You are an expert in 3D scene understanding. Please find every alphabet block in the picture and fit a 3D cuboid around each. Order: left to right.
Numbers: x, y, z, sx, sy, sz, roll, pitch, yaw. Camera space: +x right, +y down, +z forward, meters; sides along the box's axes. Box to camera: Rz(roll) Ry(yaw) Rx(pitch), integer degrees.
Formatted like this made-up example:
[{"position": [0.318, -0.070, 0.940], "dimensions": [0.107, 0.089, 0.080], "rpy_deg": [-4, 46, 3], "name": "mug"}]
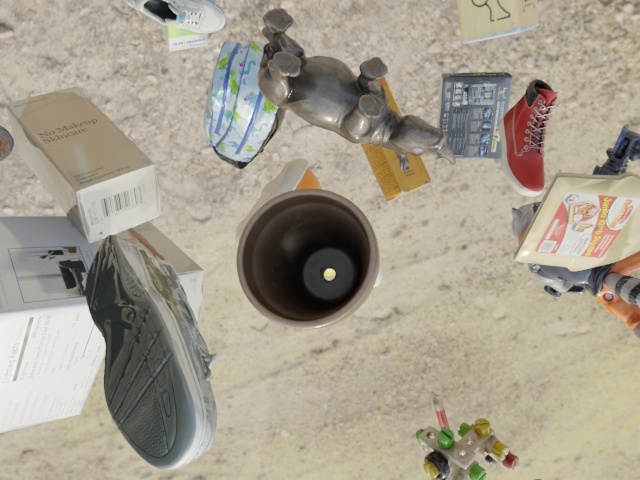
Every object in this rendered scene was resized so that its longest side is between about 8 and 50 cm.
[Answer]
[{"position": [0.545, -0.735, 1.758], "dimensions": [0.192, 0.193, 0.197], "rpy_deg": [2, 114, 38], "name": "alphabet block"}]

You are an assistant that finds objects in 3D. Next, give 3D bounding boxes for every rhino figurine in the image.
[{"position": [0.039, -0.142, 0.601], "dimensions": [0.243, 0.073, 0.106], "rpy_deg": [27, 167, -6], "name": "rhino figurine"}]

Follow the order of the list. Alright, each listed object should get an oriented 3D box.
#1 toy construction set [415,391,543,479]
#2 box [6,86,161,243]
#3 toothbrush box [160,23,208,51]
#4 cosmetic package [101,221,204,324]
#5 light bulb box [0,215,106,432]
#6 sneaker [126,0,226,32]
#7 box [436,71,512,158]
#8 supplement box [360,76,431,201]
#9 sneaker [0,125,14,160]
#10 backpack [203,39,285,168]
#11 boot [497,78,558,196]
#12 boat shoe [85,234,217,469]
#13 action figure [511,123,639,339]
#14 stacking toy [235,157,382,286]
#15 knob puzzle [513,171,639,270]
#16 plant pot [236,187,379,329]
[{"position": [0.312, 0.462, 1.301], "dimensions": [0.257, 0.309, 0.237], "rpy_deg": [-22, 118, -5], "name": "toy construction set"}, {"position": [-0.437, -0.149, 1.047], "dimensions": [0.148, 0.311, 0.121], "rpy_deg": [-29, 144, -33], "name": "box"}, {"position": [-0.385, -0.690, 1.539], "dimensions": [0.122, 0.206, 0.283], "rpy_deg": [-15, 163, -19], "name": "toothbrush box"}, {"position": [-0.408, 0.080, 1.360], "dimensions": [0.129, 0.296, 0.153], "rpy_deg": [-9, 118, -40], "name": "cosmetic package"}, {"position": [-0.584, 0.157, 0.985], "dimensions": [0.361, 0.225, 0.358], "rpy_deg": [-2, 134, -43], "name": "light bulb box"}, {"position": [-0.257, -0.415, 1.046], "dimensions": [0.191, 0.083, 0.071], "rpy_deg": [0, 129, -36], "name": "sneaker"}, {"position": [0.416, -0.340, 1.566], "dimensions": [0.183, 0.059, 0.232], "rpy_deg": [0, 120, 4], "name": "box"}, {"position": [0.125, -0.198, 1.112], "dimensions": [0.078, 0.233, 0.080], "rpy_deg": [-22, 175, -25], "name": "supplement box"}, {"position": [-0.679, -0.180, 0.943], "dimensions": [0.302, 0.121, 0.108], "rpy_deg": [-16, 151, -50], "name": "sneaker"}, {"position": [-0.192, -0.381, 1.530], "dimensions": [0.273, 0.355, 0.290], "rpy_deg": [25, 78, -27], "name": "backpack"}, {"position": [0.483, -0.236, 1.283], "dimensions": [0.088, 0.244, 0.176], "rpy_deg": [5, 150, -13], "name": "boot"}, {"position": [-0.173, 0.104, 0.618], "dimensions": [0.103, 0.320, 0.118], "rpy_deg": [19, 107, -40], "name": "boat shoe"}, {"position": [0.461, -0.002, 0.921], "dimensions": [0.178, 0.330, 0.341], "rpy_deg": [-20, 125, -38], "name": "action figure"}, {"position": [0.000, 0.000, 1.837], "dimensions": [0.480, 0.350, 0.350], "rpy_deg": [37, 117, -13], "name": "stacking toy"}, {"position": [0.398, -0.028, 0.816], "dimensions": [0.213, 0.030, 0.213], "rpy_deg": [1, 136, 1], "name": "knob puzzle"}, {"position": [-0.006, 0.053, 1.127], "dimensions": [0.263, 0.263, 0.229], "rpy_deg": [-23, 163, 6], "name": "plant pot"}]
